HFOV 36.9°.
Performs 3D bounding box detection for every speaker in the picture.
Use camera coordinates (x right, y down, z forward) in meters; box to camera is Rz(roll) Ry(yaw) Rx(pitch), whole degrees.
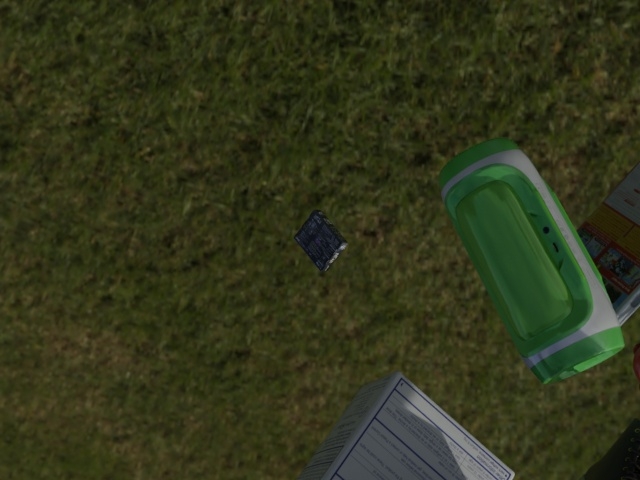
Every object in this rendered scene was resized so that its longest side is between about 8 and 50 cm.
[{"bbox_3d":[0.258,0.023,1.197,0.131,0.296,0.131,-22,161,-8],"label":"speaker"}]

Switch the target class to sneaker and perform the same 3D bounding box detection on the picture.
[{"bbox_3d":[0.364,0.275,1.107,0.083,0.222,0.118,34,95,0],"label":"sneaker"}]

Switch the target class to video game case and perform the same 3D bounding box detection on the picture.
[{"bbox_3d":[0.447,0.003,1.398,0.025,0.204,0.285,37,99,-25],"label":"video game case"}]

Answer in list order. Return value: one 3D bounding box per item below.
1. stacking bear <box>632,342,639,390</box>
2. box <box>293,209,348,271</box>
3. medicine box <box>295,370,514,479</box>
[{"bbox_3d":[0.735,0.219,1.823,0.164,0.175,0.289,11,155,-44],"label":"stacking bear"},{"bbox_3d":[0.000,0.000,1.604,0.018,0.083,0.067,0,133,-52],"label":"box"},{"bbox_3d":[0.118,0.409,1.548,0.263,0.289,0.149,42,152,-4],"label":"medicine box"}]
